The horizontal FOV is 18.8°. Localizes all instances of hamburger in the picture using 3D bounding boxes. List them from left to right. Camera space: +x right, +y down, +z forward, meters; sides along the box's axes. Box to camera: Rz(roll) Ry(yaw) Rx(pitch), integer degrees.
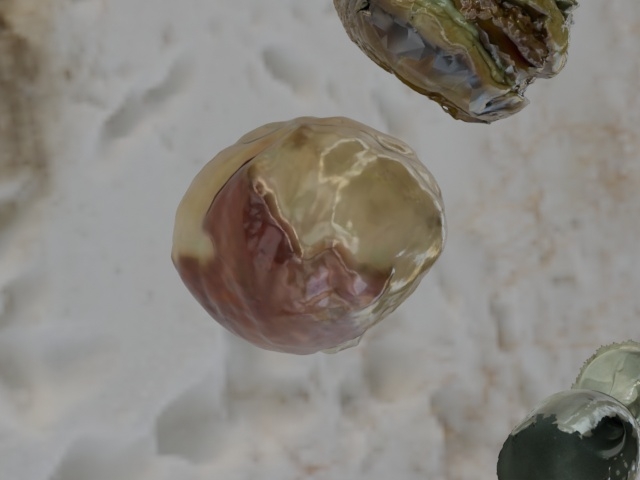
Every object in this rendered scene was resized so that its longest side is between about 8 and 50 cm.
[{"bbox_3d":[0.091,-0.161,1.502,0.183,0.206,0.130,36,76,-5],"label":"hamburger"}]

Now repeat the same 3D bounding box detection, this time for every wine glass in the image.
[{"bbox_3d":[0.295,0.213,2.085,0.321,0.143,0.143,-28,110,-63],"label":"wine glass"}]

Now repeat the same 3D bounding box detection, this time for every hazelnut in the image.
[{"bbox_3d":[0.000,0.000,1.799,0.241,0.261,0.261,66,32,-19],"label":"hazelnut"}]
